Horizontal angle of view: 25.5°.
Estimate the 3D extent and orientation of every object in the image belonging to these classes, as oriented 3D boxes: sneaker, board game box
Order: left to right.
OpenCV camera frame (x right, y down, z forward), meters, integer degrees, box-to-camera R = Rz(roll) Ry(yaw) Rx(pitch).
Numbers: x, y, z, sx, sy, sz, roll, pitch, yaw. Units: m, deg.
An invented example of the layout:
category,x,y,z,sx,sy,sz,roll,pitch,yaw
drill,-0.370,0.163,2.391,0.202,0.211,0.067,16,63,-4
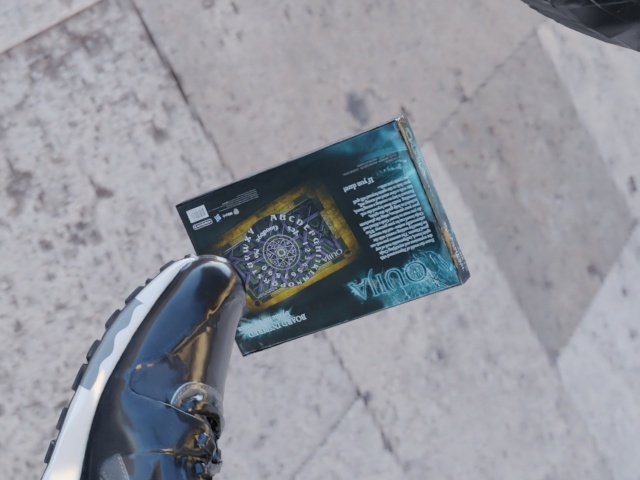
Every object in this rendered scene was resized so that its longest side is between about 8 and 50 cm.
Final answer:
category,x,y,z,sx,sy,sz,roll,pitch,yaw
sneaker,-0.079,0.148,0.705,0.107,0.124,0.283,69,44,-68
board game box,0.000,0.000,1.017,0.126,0.186,0.026,67,24,-7

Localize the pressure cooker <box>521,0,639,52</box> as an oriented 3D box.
category,x,y,z,sx,sy,sz,roll,pitch,yaw
pressure cooker,0.262,-0.326,0.677,0.369,0.375,0.420,12,76,-31
